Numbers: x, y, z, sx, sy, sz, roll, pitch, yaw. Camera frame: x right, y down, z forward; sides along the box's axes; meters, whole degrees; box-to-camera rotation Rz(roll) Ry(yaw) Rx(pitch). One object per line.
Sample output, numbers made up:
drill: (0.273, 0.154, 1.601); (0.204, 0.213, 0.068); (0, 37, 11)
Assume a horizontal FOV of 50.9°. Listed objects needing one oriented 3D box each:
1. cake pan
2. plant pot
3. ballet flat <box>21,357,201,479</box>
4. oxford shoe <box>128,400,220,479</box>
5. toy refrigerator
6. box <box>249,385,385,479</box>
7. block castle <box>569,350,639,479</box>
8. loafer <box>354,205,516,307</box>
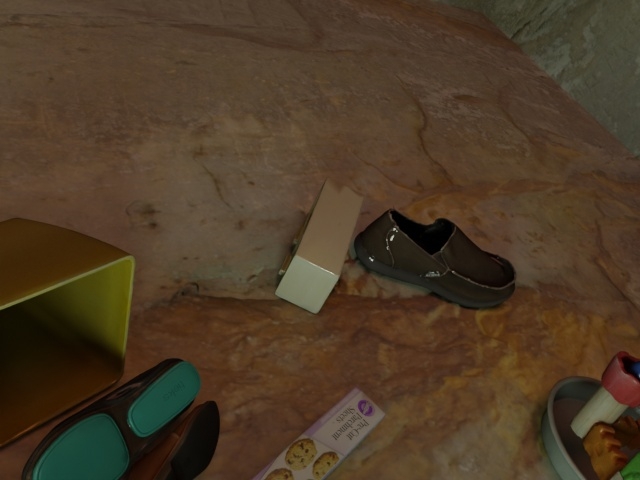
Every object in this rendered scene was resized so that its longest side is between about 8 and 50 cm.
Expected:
cake pan: (0.516, 0.376, 1.189); (0.293, 0.054, 0.293); (18, 38, -15)
plant pot: (-0.378, 0.090, 0.823); (0.187, 0.212, 0.212); (32, 35, 25)
ballet flat: (-0.257, 0.234, 0.814); (0.280, 0.096, 0.095); (-28, 99, -58)
oxford shoe: (-0.189, 0.270, 0.841); (0.076, 0.076, 0.212); (-4, 19, 20)
toy refrigerator: (0.000, 0.000, 1.250); (0.094, 0.102, 0.270); (26, 37, -5)
box: (-0.029, 0.308, 0.900); (0.067, 0.063, 0.324); (43, 39, 16)
block castle: (0.592, 0.380, 0.966); (0.302, 0.213, 0.453); (21, 29, -12)
loafer: (0.254, 0.033, 1.355); (0.365, 0.130, 0.134); (14, 39, -20)
